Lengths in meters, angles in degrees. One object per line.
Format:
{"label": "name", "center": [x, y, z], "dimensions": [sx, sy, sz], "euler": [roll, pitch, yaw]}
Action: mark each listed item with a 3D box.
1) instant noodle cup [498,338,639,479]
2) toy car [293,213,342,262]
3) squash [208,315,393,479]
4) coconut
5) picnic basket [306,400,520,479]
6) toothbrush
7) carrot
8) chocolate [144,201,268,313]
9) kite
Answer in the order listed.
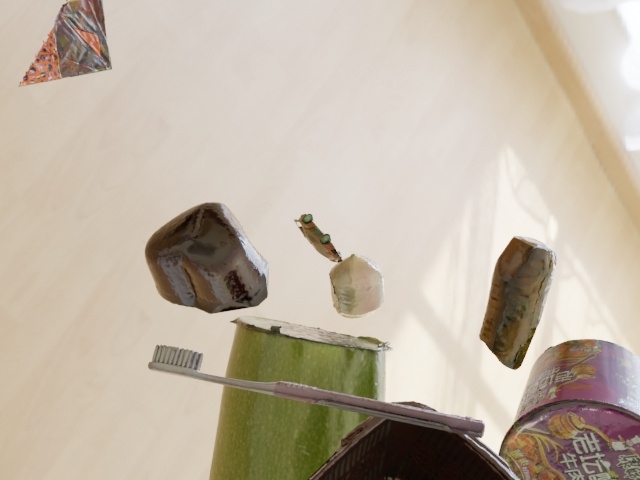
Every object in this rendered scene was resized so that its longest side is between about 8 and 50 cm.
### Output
{"label": "instant noodle cup", "center": [0.396, 0.277, 1.403], "dimensions": [0.251, 0.251, 0.190], "euler": [64, 27, -21]}
{"label": "toy car", "center": [0.000, 0.000, 1.660], "dimensions": [0.035, 0.122, 0.059], "euler": [-34, 135, -4]}
{"label": "squash", "center": [-0.034, 0.322, 1.472], "dimensions": [0.263, 0.263, 0.384], "euler": [12, 84, -44]}
{"label": "coconut", "center": [0.064, 0.080, 1.768], "dimensions": [0.110, 0.110, 0.124], "euler": [-28, 121, -42]}
{"label": "picnic basket", "center": [0.079, 0.333, 1.038], "dimensions": [0.297, 0.222, 0.129], "euler": [-35, 152, -40]}
{"label": "toothbrush", "center": [-0.008, 0.152, 0.970], "dimensions": [0.024, 0.354, 0.029], "euler": [64, 38, -71]}
{"label": "carrot", "center": [0.262, 0.081, 1.280], "dimensions": [0.082, 0.082, 0.173], "euler": [5, 107, -44]}
{"label": "chocolate", "center": [-0.126, 0.010, 1.089], "dimensions": [0.125, 0.148, 0.080], "euler": [-63, 149, -26]}
{"label": "kite", "center": [-0.299, -0.253, 1.204], "dimensions": [0.125, 0.008, 0.222], "euler": [48, 57, -54]}
